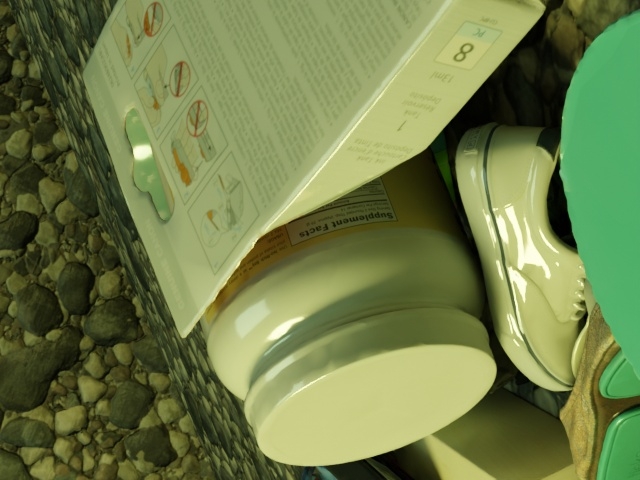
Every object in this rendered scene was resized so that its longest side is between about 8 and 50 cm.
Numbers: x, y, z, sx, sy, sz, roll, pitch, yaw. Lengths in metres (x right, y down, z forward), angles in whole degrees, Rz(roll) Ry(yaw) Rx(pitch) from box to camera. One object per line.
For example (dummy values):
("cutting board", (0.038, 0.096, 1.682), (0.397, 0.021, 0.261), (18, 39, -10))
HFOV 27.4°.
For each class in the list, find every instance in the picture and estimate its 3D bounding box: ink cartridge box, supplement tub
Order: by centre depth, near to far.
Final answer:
("ink cartridge box", (-0.033, -0.154, 1.024), (0.385, 0.091, 0.308), (-50, 50, 34))
("supplement tub", (0.000, 0.000, 1.133), (0.241, 0.241, 0.331), (100, 155, -57))

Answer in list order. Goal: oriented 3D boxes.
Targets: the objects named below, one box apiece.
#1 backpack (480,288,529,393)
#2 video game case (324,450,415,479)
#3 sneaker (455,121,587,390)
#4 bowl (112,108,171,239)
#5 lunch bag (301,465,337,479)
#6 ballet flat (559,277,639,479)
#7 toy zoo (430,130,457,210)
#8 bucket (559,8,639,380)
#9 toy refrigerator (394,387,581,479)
("backpack", (0.111, 0.094, 1.295), (0.152, 0.115, 0.182), (66, 163, 4))
("video game case", (0.098, 0.272, 1.415), (0.248, 0.035, 0.275), (31, 180, -28))
("sneaker", (0.185, 0.022, 1.049), (0.091, 0.094, 0.258), (2, 130, 37))
("bowl", (-0.173, -0.100, 1.812), (0.311, 0.163, 0.311), (54, 157, 36))
("lunch bag", (0.097, 0.358, 1.474), (0.221, 0.138, 0.293), (30, -172, -26))
("ballet flat", (0.229, 0.081, 0.976), (0.316, 0.107, 0.106), (96, 161, -53))
("toy zoo", (0.053, -0.176, 1.298), (0.192, 0.030, 0.293), (31, 138, 62))
("bucket", (0.260, -0.022, 0.634), (0.281, 0.183, 0.281), (55, 157, 37))
("toy refrigerator", (0.170, 0.216, 1.282), (0.269, 0.102, 0.094), (24, 132, 64))
